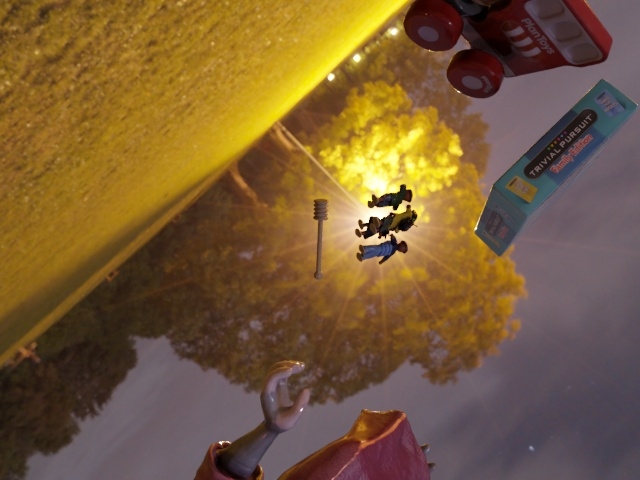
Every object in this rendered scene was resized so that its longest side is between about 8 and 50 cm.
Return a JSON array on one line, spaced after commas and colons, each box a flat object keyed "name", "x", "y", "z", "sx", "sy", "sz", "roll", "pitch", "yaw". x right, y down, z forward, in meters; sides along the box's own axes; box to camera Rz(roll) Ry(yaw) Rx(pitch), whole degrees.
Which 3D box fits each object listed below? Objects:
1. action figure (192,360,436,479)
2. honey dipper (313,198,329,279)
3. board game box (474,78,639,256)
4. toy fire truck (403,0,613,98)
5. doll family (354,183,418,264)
[{"name": "action figure", "x": -0.043, "y": 0.248, "z": 0.488, "sx": 0.275, "sy": 0.248, "sz": 0.370, "roll": -27, "pitch": 159, "yaw": 29}, {"name": "honey dipper", "x": 0.000, "y": 0.000, "z": 1.188, "sx": 0.030, "sy": 0.030, "sz": 0.161, "roll": -90, "pitch": -179, "yaw": -72}, {"name": "board game box", "x": 0.411, "y": -0.114, "z": 1.133, "sx": 0.254, "sy": 0.079, "sz": 0.336, "roll": -44, "pitch": 165, "yaw": -3}, {"name": "toy fire truck", "x": 0.299, "y": -0.381, "z": 1.007, "sx": 0.253, "sy": 0.302, "sz": 0.170, "roll": 2, "pitch": -119, "yaw": 55}, {"name": "doll family", "x": 0.137, "y": -0.026, "z": 1.217, "sx": 0.111, "sy": 0.076, "sz": 0.193, "roll": -12, "pitch": 150, "yaw": -28}]
